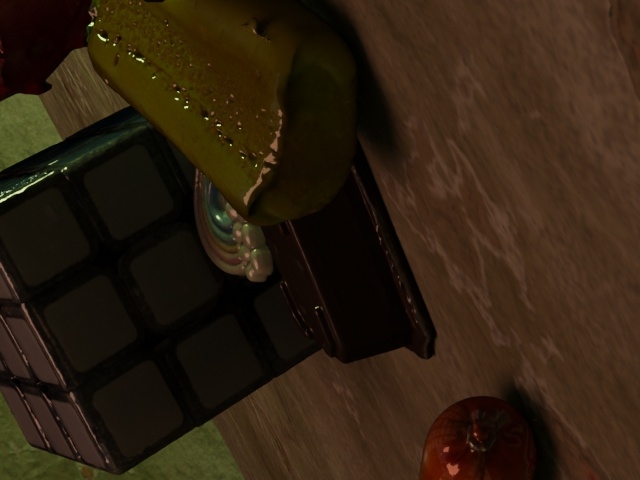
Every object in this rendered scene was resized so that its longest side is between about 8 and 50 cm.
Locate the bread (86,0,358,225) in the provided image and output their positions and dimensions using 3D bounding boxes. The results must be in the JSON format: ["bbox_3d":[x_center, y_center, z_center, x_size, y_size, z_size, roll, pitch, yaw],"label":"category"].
[{"bbox_3d":[-0.078,-0.149,1.329,0.383,0.112,0.166,42,123,51],"label":"bread"}]

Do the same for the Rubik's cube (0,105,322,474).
[{"bbox_3d":[-0.210,0.038,1.725,0.303,0.305,0.301,63,158,-13],"label":"Rubik's cube"}]

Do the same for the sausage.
[{"bbox_3d":[0.124,0.201,1.311,0.093,0.093,0.312,58,166,24],"label":"sausage"}]

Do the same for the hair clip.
[{"bbox_3d":[-0.085,-0.057,1.548,0.140,0.054,0.220,-34,62,60],"label":"hair clip"}]

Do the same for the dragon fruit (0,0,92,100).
[{"bbox_3d":[-0.370,-0.337,1.878,0.386,0.249,0.371,89,167,-57],"label":"dragon fruit"}]

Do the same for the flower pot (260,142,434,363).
[{"bbox_3d":[0.000,0.000,1.409,0.251,0.084,0.179,67,168,-19],"label":"flower pot"}]

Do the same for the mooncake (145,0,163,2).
[{"bbox_3d":[-0.139,-0.299,1.216,0.228,0.124,0.228,55,176,6],"label":"mooncake"}]
